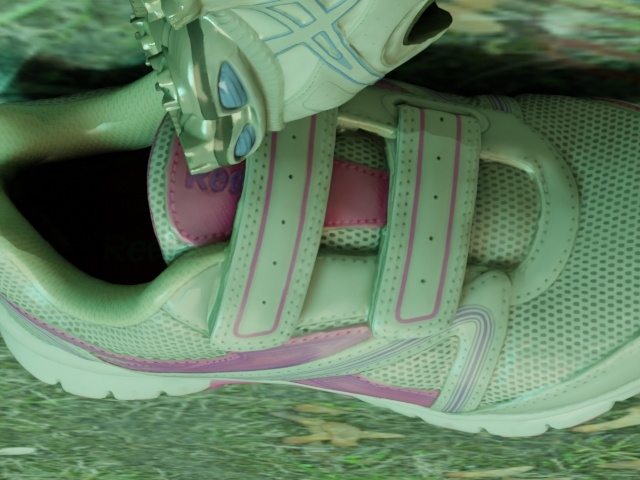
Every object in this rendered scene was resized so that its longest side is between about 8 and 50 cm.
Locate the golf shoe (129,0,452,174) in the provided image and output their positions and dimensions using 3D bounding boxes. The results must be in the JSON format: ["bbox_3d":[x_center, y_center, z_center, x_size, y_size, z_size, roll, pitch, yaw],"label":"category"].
[{"bbox_3d":[-0.007,-0.077,0.428,0.086,0.069,0.176,-19,165,-3],"label":"golf shoe"}]

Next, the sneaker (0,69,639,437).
[{"bbox_3d":[0.000,0.000,0.570,0.252,0.103,0.111,-5,163,16],"label":"sneaker"}]
